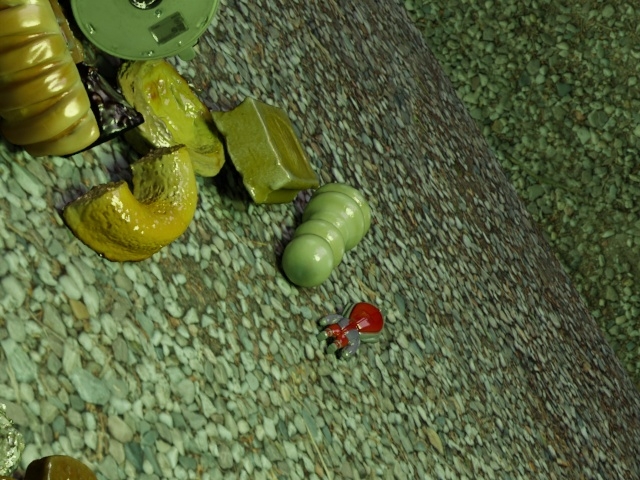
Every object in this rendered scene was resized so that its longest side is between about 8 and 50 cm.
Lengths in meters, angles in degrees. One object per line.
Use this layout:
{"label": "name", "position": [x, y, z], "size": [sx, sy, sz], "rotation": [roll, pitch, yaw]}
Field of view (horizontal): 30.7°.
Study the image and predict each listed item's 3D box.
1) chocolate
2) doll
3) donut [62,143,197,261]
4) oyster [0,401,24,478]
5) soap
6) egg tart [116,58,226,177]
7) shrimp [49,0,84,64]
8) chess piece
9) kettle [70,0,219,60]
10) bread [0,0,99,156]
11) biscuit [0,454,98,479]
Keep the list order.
{"label": "chocolate", "position": [-0.372, -0.221, 1.875], "size": [0.133, 0.156, 0.156], "rotation": [67, 26, -7]}
{"label": "doll", "position": [0.075, 0.172, 2.356], "size": [0.102, 0.075, 0.227], "rotation": [53, 35, 8]}
{"label": "donut", "position": [-0.281, -0.049, 1.897], "size": [0.259, 0.101, 0.152], "rotation": [-44, 114, -50]}
{"label": "oyster", "position": [-0.409, 0.256, 1.468], "size": [0.100, 0.037, 0.098], "rotation": [59, 33, -7]}
{"label": "soap", "position": [-0.101, -0.174, 2.287], "size": [0.199, 0.091, 0.315], "rotation": [63, 9, 4]}
{"label": "egg tart", "position": [-0.281, -0.219, 2.115], "size": [0.279, 0.095, 0.278], "rotation": [45, 25, -27]}
{"label": "shrimp", "position": [-0.448, -0.382, 1.963], "size": [0.152, 0.063, 0.287], "rotation": [81, -10, -61]}
{"label": "chess piece", "position": [0.000, 0.000, 2.344], "size": [0.144, 0.144, 0.251], "rotation": [54, 33, -13]}
{"label": "kettle", "position": [-0.318, -0.485, 2.088], "size": [0.361, 0.250, 0.376], "rotation": [53, 7, -43]}
{"label": "bread", "position": [-0.454, -0.268, 1.724], "size": [0.121, 0.173, 0.311], "rotation": [-39, 117, -38]}
{"label": "biscuit", "position": [-0.335, 0.423, 1.385], "size": [0.381, 0.074, 0.359], "rotation": [55, 28, -13]}
